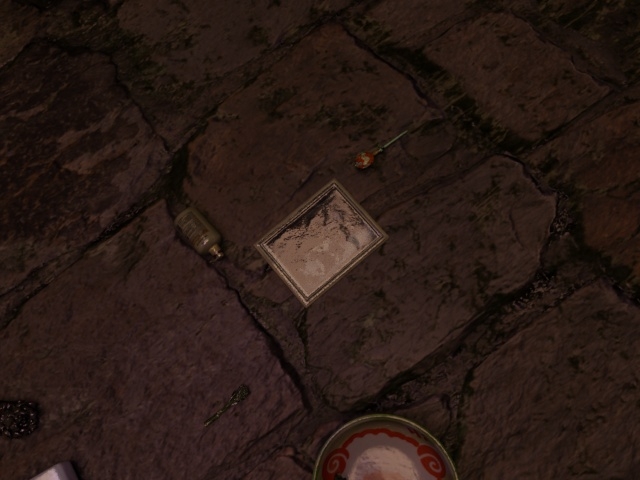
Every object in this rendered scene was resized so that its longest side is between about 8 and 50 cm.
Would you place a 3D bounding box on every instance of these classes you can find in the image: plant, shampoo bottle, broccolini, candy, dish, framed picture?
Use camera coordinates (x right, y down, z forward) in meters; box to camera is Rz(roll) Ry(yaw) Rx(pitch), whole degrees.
[{"bbox_3d":[-0.774,0.437,1.222,0.143,0.092,0.094,8,69,11],"label":"plant"},{"bbox_3d":[-0.311,-0.011,1.306,0.079,0.079,0.162,-43,78,-7],"label":"shampoo bottle"},{"bbox_3d":[-0.238,0.411,1.230,0.140,0.030,0.035,-38,69,-2],"label":"broccolini"},{"bbox_3d":[0.170,-0.255,1.361,0.185,0.049,0.055,-37,33,-12],"label":"candy"},{"bbox_3d":[0.149,0.557,1.127,0.325,0.124,0.323,-2,77,10],"label":"dish"},{"bbox_3d":[0.000,0.000,1.318,0.296,0.019,0.232,-40,78,-6],"label":"framed picture"}]

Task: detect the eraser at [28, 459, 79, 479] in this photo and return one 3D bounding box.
[{"bbox_3d":[-0.612,0.691,1.141,0.189,0.104,0.290,-33,77,-1],"label":"eraser"}]
